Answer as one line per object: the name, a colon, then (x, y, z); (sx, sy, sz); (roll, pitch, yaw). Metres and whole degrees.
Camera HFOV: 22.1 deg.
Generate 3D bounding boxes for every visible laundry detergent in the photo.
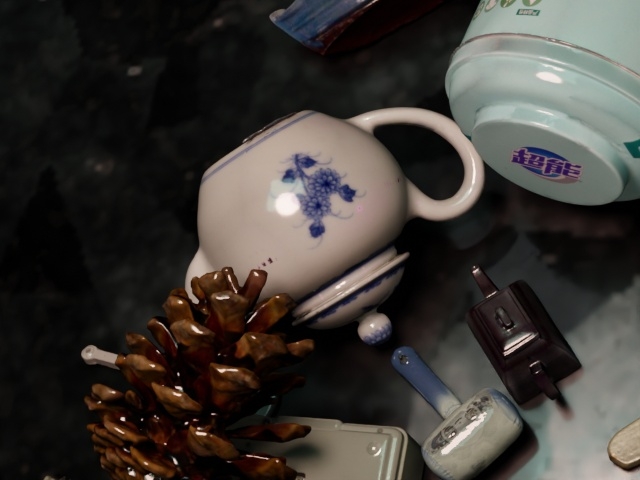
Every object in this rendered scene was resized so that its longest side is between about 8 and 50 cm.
laundry detergent: (0.304, -0.213, 1.823); (0.287, 0.287, 0.305); (15, 70, 29)

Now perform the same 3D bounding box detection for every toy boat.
toy boat: (0.074, -0.347, 2.091); (0.309, 0.129, 0.142); (-29, 68, 9)

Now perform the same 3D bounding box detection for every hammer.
hammer: (0.135, 0.182, 1.843); (0.116, 0.069, 0.194); (-43, 48, -1)

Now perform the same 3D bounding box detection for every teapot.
teapot: (0.215, 0.101, 1.823); (0.087, 0.096, 0.177); (-32, 57, 5)
teapot: (0.000, 0.000, 1.898); (0.424, 0.252, 0.280); (-33, 90, -2)

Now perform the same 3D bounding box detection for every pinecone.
pinecone: (-0.118, 0.175, 1.730); (0.244, 0.244, 0.309); (23, 77, 31)

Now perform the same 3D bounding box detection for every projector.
projector: (-0.027, 0.293, 1.830); (0.256, 0.099, 0.192); (1, 64, 24)

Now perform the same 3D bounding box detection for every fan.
fan: (-0.174, 0.165, 2.006); (0.282, 0.023, 0.057); (15, 73, 27)

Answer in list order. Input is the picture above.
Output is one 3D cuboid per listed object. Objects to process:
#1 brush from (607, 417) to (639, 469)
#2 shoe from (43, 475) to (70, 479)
brush: (0.451, 0.144, 1.744); (0.336, 0.020, 0.085); (-34, 57, 4)
shoe: (-0.343, 0.348, 1.938); (0.293, 0.109, 0.149); (0, 63, 19)
